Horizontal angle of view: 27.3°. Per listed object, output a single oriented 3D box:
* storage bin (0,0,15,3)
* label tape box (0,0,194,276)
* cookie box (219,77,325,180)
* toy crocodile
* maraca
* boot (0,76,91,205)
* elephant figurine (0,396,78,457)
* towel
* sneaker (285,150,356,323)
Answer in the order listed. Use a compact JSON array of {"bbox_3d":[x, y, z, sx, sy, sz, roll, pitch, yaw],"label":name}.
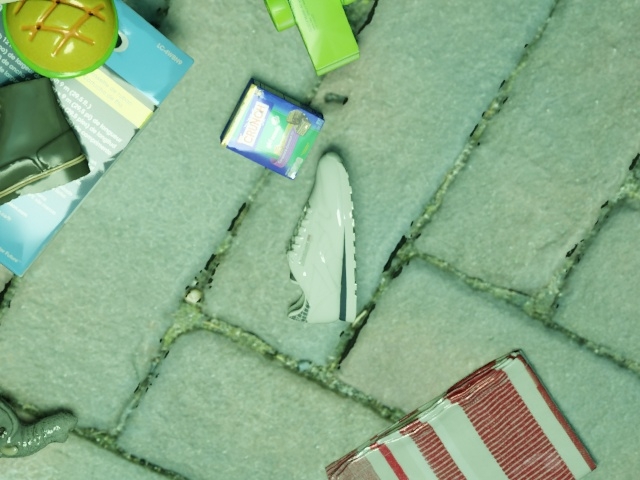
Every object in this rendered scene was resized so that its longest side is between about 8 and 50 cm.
[{"bbox_3d":[-0.295,-0.397,1.457,0.262,0.260,0.123,-13,142,-6],"label":"storage bin"},{"bbox_3d":[-0.359,-0.168,1.610,0.249,0.115,0.347,38,95,-16],"label":"label tape box"},{"bbox_3d":[-0.062,-0.143,1.689,0.107,0.040,0.092,25,103,-13],"label":"cookie box"},{"bbox_3d":[-0.044,-0.362,1.602,0.115,0.105,0.340,-28,113,2],"label":"toy crocodile"},{"bbox_3d":[-0.301,-0.268,1.490,0.127,0.099,0.185,-18,78,-15],"label":"maraca"},{"bbox_3d":[-0.385,-0.110,1.533,0.198,0.077,0.137,-21,103,-16],"label":"boot"},{"bbox_3d":[-0.478,0.250,1.717,0.239,0.186,0.169,-45,63,-3],"label":"elephant figurine"},{"bbox_3d":[0.202,0.330,1.868,0.329,0.037,0.237,-34,109,4],"label":"towel"},{"bbox_3d":[0.000,0.000,1.721,0.095,0.090,0.235,0,106,3],"label":"sneaker"}]
